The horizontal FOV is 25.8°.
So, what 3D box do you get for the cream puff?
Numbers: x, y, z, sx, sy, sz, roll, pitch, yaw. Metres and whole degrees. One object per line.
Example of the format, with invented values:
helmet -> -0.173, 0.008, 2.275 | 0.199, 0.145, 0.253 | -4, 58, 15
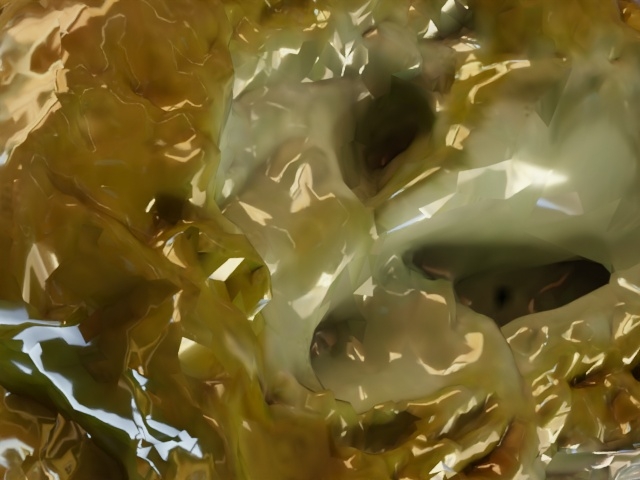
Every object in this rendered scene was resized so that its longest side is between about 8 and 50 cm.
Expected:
cream puff -> 0.005, 0.000, 0.502 | 0.270, 0.323, 0.274 | 67, 154, 16
